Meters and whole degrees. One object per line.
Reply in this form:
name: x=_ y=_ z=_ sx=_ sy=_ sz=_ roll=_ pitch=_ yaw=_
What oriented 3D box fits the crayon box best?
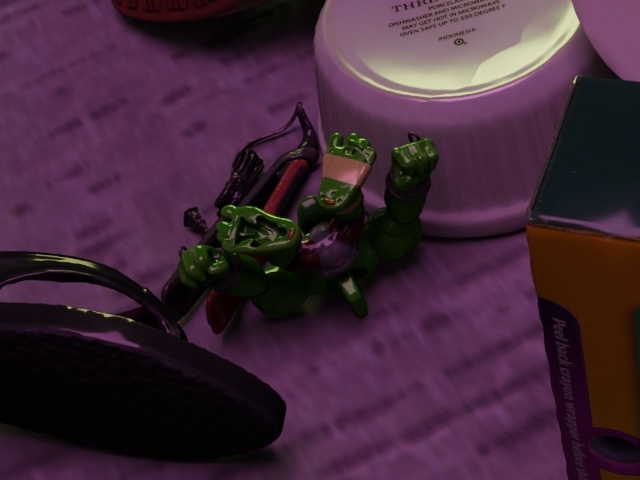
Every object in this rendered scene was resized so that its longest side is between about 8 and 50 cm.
crayon box: x=0.287 y=0.089 z=0.739 sx=0.313 sy=0.363 sz=0.106 roll=9 pitch=55 yaw=22

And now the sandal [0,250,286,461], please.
sandal: x=-0.229 y=0.063 z=1.040 sx=0.445 sy=0.168 sz=0.107 roll=7 pitch=58 yaw=22

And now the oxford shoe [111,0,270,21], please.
oxford shoe: x=-0.045 y=-0.260 z=1.286 sx=0.348 sy=0.130 sz=0.123 roll=-5 pitch=87 yaw=37

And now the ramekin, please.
ramekin: x=0.117 y=-0.144 z=1.134 sx=0.272 sy=0.127 sz=0.273 roll=-8 pitch=51 yaw=10

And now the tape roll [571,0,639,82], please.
tape roll: x=0.313 y=-0.214 z=1.001 sx=0.246 sy=0.246 sz=0.169 roll=13 pitch=20 yaw=25

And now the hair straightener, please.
hair straightener: x=-0.072 y=-0.029 z=1.148 sx=0.089 sy=0.047 sz=0.230 roll=11 pitch=56 yaw=24

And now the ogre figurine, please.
ogre figurine: x=0.000 y=0.000 z=1.052 sx=0.197 sy=0.118 sz=0.097 roll=-43 pitch=59 yaw=-9
